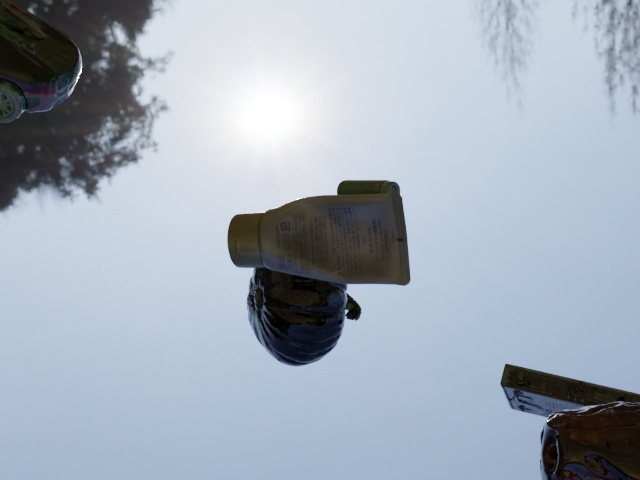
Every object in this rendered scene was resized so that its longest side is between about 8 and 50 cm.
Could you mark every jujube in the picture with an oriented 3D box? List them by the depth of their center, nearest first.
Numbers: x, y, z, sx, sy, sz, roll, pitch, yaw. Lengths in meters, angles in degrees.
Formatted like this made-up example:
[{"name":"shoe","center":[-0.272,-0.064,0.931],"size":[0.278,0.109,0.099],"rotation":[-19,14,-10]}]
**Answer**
[{"name":"jujube","center":[0.345,0.249,0.949],"size":[0.236,0.168,0.168],"rotation":[14,-150,1]}]

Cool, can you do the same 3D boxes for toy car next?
[{"name":"toy car","center":[-0.199,-0.117,0.492],"size":[0.142,0.055,0.069],"rotation":[25,-147,-11]}]

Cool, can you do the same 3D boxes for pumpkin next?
[{"name":"pumpkin","center":[-0.033,0.081,1.293],"size":[0.150,0.194,0.194],"rotation":[-18,-155,-41]}]

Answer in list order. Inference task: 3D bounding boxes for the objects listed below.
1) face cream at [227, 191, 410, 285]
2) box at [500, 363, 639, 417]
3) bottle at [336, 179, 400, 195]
[{"name":"face cream","center":[0.000,0.000,1.114],"size":[0.224,0.114,0.070],"rotation":[-2,-165,22]},{"name":"box","center":[0.440,0.276,1.512],"size":[0.270,0.211,0.045],"rotation":[11,-108,19]},{"name":"bottle","center":[0.059,-0.060,1.120],"size":[0.083,0.030,0.030],"rotation":[3,-150,44]}]
